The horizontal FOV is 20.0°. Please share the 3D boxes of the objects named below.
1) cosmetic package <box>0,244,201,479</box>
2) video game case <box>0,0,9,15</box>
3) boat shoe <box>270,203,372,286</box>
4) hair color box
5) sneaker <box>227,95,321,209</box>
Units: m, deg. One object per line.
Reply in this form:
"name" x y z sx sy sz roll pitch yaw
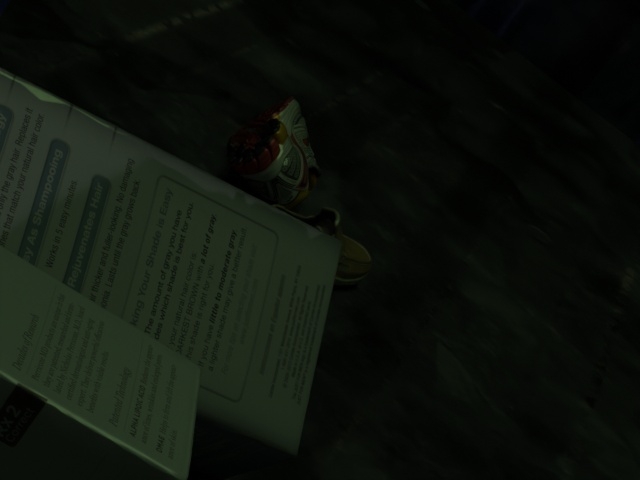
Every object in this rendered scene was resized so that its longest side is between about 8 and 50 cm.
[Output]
"cosmetic package" -0.193 0.121 1.138 0.184 0.151 0.151 31 20 -13
"video game case" -0.340 -0.238 1.531 0.061 0.269 0.244 19 25 -40
"boat shoe" 0.000 0.000 1.876 0.190 0.072 0.068 10 32 -53
"hair color box" -0.177 0.021 1.327 0.374 0.114 0.185 27 60 -28
"sneaker" -0.049 -0.091 2.020 0.092 0.088 0.225 54 15 -14
